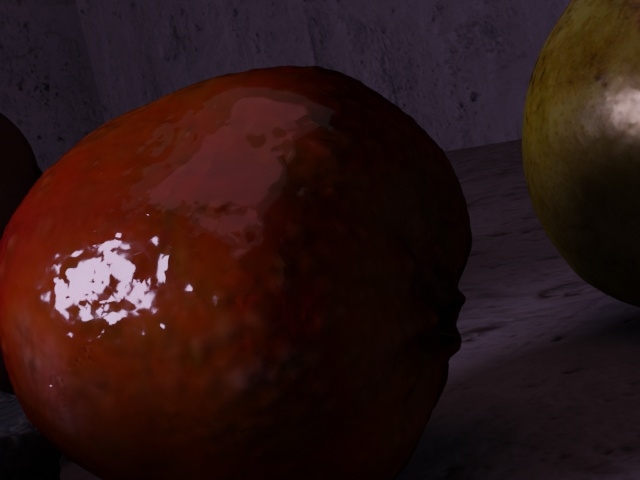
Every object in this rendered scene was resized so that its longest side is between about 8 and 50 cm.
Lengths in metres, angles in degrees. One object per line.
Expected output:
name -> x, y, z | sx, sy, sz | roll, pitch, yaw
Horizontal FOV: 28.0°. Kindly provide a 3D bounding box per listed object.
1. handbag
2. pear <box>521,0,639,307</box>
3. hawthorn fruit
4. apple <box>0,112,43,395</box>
handbag -> -0.273, 0.140, 0.842 | 0.175, 0.089, 0.270 | 4, -3, -34
pear -> 0.306, -0.091, 1.029 | 0.304, 0.304, 0.304 | -12, 7, 2
hawthorn fruit -> -0.075, 0.025, 0.788 | 0.330, 0.287, 0.287 | 5, 13, 19
apple -> -0.319, 0.030, 1.064 | 0.235, 0.306, 0.306 | -20, 7, 3
